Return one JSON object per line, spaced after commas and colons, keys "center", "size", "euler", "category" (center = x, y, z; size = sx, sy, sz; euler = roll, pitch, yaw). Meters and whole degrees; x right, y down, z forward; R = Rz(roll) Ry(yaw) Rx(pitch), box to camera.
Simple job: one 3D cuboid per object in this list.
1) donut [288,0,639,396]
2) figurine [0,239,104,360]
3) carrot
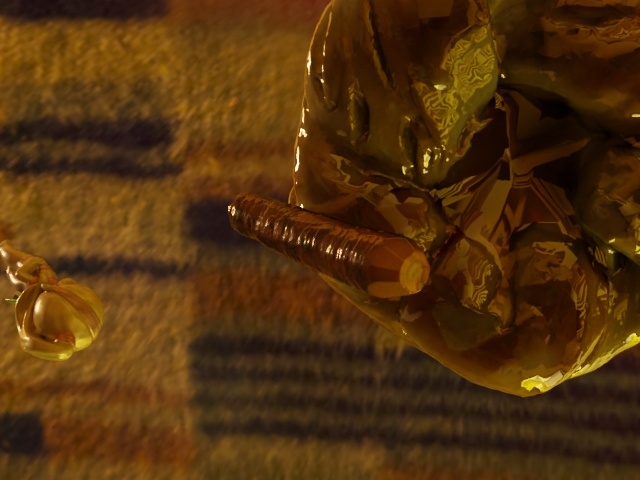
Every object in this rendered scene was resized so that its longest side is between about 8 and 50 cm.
{"center": [0.141, -0.071, 1.092], "size": [0.360, 0.170, 0.360], "euler": [-1, 95, -6], "category": "donut"}
{"center": [-0.260, 0.056, 1.374], "size": [0.083, 0.187, 0.083], "euler": [-17, 123, -29], "category": "figurine"}
{"center": [0.000, 0.000, 0.940], "size": [0.170, 0.042, 0.042], "euler": [21, 118, 45], "category": "carrot"}
